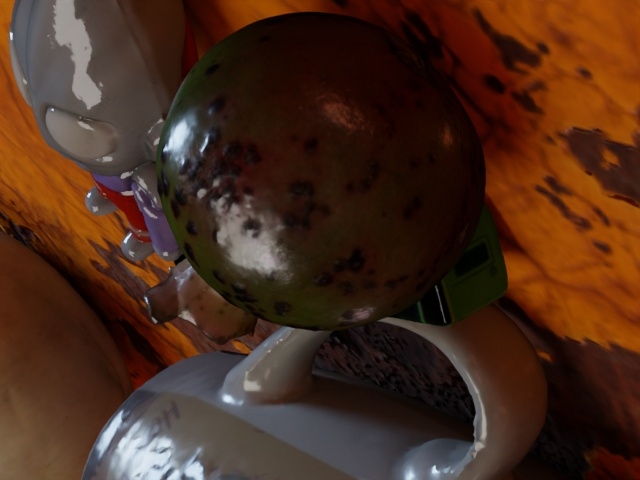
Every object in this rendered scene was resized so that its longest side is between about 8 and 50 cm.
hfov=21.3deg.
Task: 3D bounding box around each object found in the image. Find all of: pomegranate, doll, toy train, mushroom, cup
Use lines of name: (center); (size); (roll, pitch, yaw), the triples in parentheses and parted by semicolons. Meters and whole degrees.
pomegranate: (-0.001, -0.018, 0.613); (0.130, 0.130, 0.130); (33, 156, 17)
doll: (-0.090, -0.068, 0.730); (0.102, 0.075, 0.227); (48, 160, 21)
toy train: (0.000, 0.000, 0.758); (0.209, 0.042, 0.044); (8, 118, 54)
mushroom: (-0.245, 0.097, 1.123); (0.246, 0.202, 0.246); (43, 159, 21)
cup: (0.008, 0.138, 0.822); (0.257, 0.227, 0.301); (31, 127, 32)
